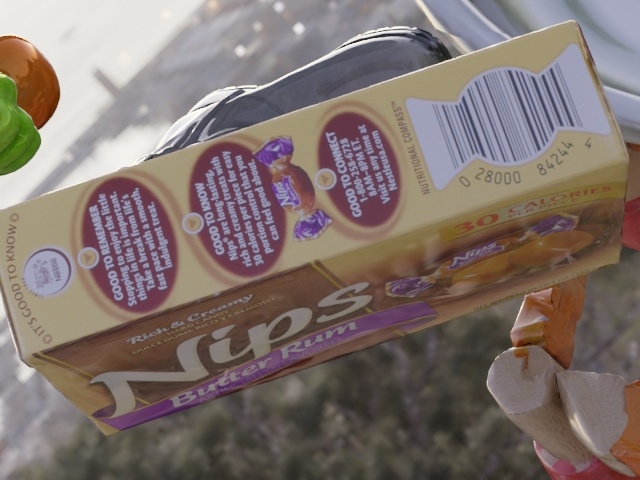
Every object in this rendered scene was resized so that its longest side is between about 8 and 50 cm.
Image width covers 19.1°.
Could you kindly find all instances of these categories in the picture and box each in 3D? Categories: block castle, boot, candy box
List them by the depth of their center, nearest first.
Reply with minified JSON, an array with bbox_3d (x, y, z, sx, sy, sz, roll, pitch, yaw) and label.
[{"bbox_3d":[0.000,0.000,0.600,0.186,0.053,0.109,-19,-19,0],"label":"candy box"},{"bbox_3d":[-0.037,-0.053,1.224,0.246,0.083,0.161,-14,17,40],"label":"boot"},{"bbox_3d":[0.368,0.053,1.332,0.453,0.213,0.303,1,65,34],"label":"block castle"}]

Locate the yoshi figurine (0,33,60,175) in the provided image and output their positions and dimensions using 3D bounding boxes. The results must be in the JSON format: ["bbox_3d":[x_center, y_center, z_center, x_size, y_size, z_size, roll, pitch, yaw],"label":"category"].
[{"bbox_3d":[-0.243,-0.120,0.952,0.203,0.203,0.362,5,7,14],"label":"yoshi figurine"}]

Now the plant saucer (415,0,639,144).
[{"bbox_3d":[0.234,-0.160,0.998,0.400,0.100,0.400,-3,48,3],"label":"plant saucer"}]
